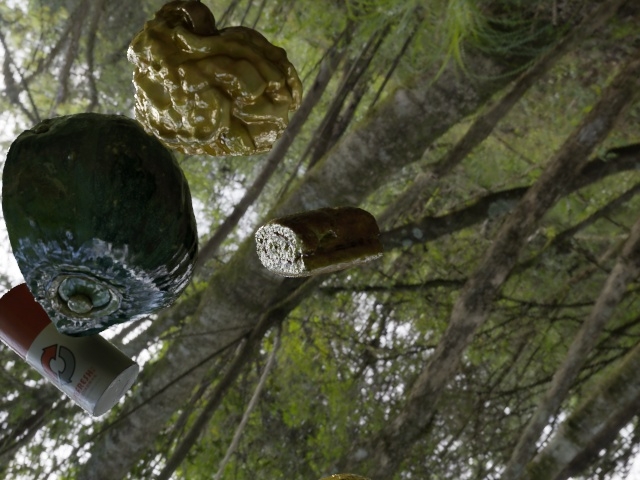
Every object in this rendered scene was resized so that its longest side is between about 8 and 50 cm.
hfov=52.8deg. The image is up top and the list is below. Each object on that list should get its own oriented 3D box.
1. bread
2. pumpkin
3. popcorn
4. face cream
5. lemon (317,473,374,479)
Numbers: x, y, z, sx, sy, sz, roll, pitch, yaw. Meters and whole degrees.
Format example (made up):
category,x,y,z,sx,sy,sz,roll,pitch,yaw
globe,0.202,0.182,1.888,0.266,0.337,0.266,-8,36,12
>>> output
category,x,y,z,sx,sy,sz,roll,pitch,yaw
bread,0.000,0.000,1.035,0.172,0.103,0.132,-12,-171,-39
pumpkin,-0.266,-0.032,0.884,0.197,0.293,0.263,-8,-138,3
popcorn,-0.122,-0.152,0.673,0.194,0.163,0.140,37,-140,14
face cream,-0.382,0.160,0.959,0.214,0.096,0.096,35,-158,10
lemon,0.045,0.531,1.090,0.258,0.258,0.310,37,170,15
